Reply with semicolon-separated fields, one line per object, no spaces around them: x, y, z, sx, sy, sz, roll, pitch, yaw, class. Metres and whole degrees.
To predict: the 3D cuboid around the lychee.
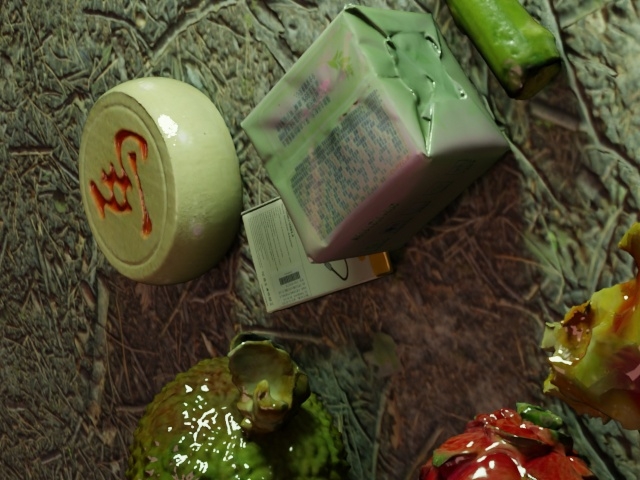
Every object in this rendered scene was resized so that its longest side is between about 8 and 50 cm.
-0.098;0.262;1.651;0.320;0.270;0.270;-36;69;24;lychee

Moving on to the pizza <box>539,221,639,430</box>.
0.328;0.045;1.063;0.406;0.130;0.440;-37;64;28;pizza

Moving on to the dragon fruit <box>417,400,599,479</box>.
0.180;0.284;1.335;0.192;0.193;0.274;59;-151;-68;dragon fruit

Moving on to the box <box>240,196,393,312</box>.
0.000;0.000;1.636;0.247;0.033;0.129;-19;83;53;box

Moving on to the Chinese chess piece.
-0.208;-0.074;1.831;0.273;0.102;0.273;20;115;49;Chinese chess piece

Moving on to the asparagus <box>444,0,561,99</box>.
0.138;-0.250;1.368;0.278;0.060;0.067;60;159;22;asparagus

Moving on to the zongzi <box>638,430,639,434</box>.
0.333;0.251;1.192;0.274;0.125;0.251;17;106;50;zongzi

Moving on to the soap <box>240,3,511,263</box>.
0.053;-0.104;1.430;0.199;0.138;0.182;-43;65;38;soap
